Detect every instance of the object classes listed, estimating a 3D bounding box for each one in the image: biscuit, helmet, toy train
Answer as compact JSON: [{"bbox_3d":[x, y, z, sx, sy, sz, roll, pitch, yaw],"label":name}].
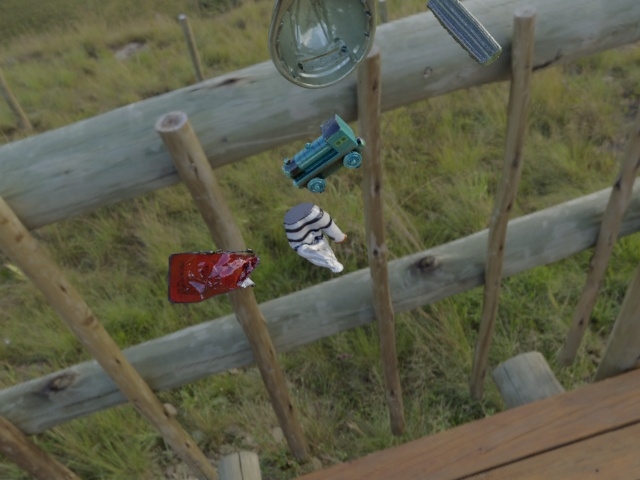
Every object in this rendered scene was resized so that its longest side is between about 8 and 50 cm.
[{"bbox_3d":[0.499,-0.743,2.024,0.099,0.038,0.322,-41,80,19],"label":"biscuit"},{"bbox_3d":[-0.012,-0.413,1.043,0.204,0.257,0.137,-17,62,-9],"label":"helmet"},{"bbox_3d":[0.006,-0.295,2.042,0.298,0.194,0.120,-34,46,20],"label":"toy train"}]

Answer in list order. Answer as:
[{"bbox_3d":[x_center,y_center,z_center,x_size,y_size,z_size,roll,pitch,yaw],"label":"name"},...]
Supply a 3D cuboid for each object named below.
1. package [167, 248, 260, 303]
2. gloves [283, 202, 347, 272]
[{"bbox_3d":[-0.317,0.107,1.733,0.270,0.194,0.071,-6,30,-24],"label":"package"},{"bbox_3d":[-0.014,0.003,1.683,0.131,0.218,0.140,-3,40,30],"label":"gloves"}]
